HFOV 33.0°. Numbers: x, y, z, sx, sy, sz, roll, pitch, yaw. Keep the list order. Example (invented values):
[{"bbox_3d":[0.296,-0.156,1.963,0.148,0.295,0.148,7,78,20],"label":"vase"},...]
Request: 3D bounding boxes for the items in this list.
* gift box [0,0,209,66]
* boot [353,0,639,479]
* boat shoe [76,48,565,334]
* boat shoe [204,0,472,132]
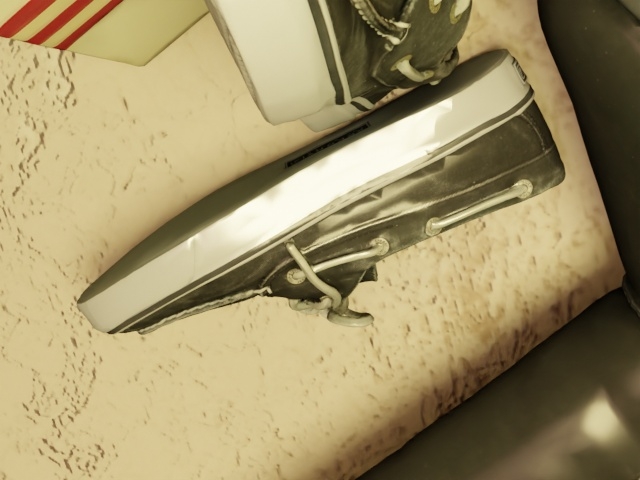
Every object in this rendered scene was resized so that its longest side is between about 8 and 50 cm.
[{"bbox_3d":[-0.102,-0.267,0.547,0.258,0.276,0.255,-34,82,23],"label":"gift box"},{"bbox_3d":[0.107,0.090,0.614,0.367,0.146,0.445,42,113,-18],"label":"boot"},{"bbox_3d":[0.000,-0.001,0.664,0.306,0.113,0.105,-28,103,3],"label":"boat shoe"},{"bbox_3d":[0.012,-0.127,0.517,0.119,0.335,0.121,-24,90,8],"label":"boat shoe"}]
